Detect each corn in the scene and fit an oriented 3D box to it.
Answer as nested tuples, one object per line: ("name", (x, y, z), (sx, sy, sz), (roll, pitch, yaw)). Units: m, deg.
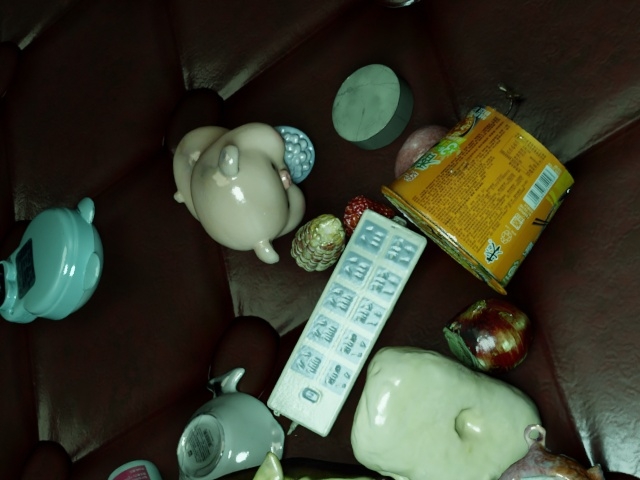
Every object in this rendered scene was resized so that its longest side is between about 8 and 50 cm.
("corn", (0.000, 0.000, 1.832), (0.237, 0.079, 0.079), (124, 161, -78))

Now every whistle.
("whistle", (0.286, 0.395, 1.476), (0.142, 0.133, 0.346), (-5, 73, -3))

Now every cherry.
("cherry", (0.197, -0.153, 1.812), (0.225, 0.090, 0.107), (-44, 32, -6))

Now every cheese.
("cheese", (0.121, 0.231, 1.607), (0.251, 0.248, 0.173), (17, 82, 49))

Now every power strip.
("power strip", (0.037, 0.129, 1.815), (0.106, 0.043, 0.367), (27, 91, 7))

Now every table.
("table", (0.084, -0.214, 1.951), (0.133, 0.043, 0.133), (-17, 62, 34))

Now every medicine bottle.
("medicine bottle", (-0.270, 0.459, 1.935), (0.090, 0.090, 0.216), (-45, 50, 17))

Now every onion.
("onion", (0.232, 0.126, 1.641), (0.118, 0.119, 0.117), (-57, 31, 7))

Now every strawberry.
("strawberry", (0.076, -0.037, 1.871), (0.083, 0.073, 0.073), (-11, 65, 22))

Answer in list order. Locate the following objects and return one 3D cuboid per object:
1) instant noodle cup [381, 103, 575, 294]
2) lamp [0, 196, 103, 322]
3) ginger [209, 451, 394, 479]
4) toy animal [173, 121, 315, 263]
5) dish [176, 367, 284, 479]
("instant noodle cup", (0.222, -0.065, 1.664), (0.182, 0.230, 0.230), (-50, 48, 1))
("lamp", (-0.508, 0.054, 2.265), (0.284, 0.147, 0.209), (-25, 55, 21))
("ginger", (-0.077, 0.479, 1.610), (0.413, 0.211, 0.358), (-24, 85, 23))
("toy animal", (-0.144, -0.096, 1.985), (0.221, 0.210, 0.229), (-4, 35, 31))
("dish", (-0.165, 0.316, 1.915), (0.224, 0.078, 0.246), (-27, 57, 31))
